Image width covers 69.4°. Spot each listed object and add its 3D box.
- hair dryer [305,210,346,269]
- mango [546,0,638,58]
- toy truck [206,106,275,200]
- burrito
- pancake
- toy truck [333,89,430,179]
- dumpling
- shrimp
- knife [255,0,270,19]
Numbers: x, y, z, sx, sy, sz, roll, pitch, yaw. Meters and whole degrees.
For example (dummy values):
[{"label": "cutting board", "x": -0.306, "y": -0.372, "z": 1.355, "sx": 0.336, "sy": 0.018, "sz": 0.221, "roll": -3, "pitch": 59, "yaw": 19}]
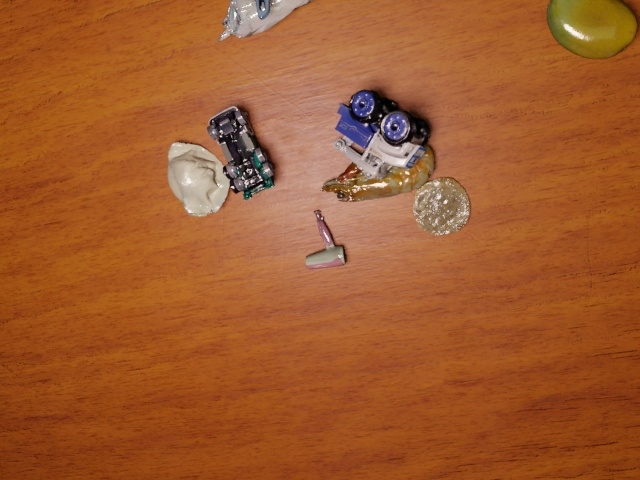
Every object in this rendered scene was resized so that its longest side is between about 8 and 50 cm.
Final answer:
[{"label": "hair dryer", "x": 0.006, "y": -0.004, "z": 1.220, "sx": 0.106, "sy": 0.054, "sz": 0.154, "roll": -8, "pitch": 92, "yaw": 13}, {"label": "mango", "x": 0.585, "y": -0.473, "z": 1.005, "sx": 0.194, "sy": 0.092, "sz": 0.130, "roll": 38, "pitch": 106, "yaw": 2}, {"label": "toy truck", "x": -0.189, "y": -0.215, "z": 1.155, "sx": 0.110, "sy": 0.116, "sz": 0.216, "roll": -25, "pitch": 92, "yaw": 11}, {"label": "burrito", "x": -0.062, "y": -0.592, "z": 1.049, "sx": 0.445, "sy": 0.101, "sz": 0.139, "roll": -26, "pitch": 77, "yaw": 14}, {"label": "pancake", "x": 0.306, "y": -0.086, "z": 1.167, "sx": 0.151, "sy": 0.025, "sz": 0.152, "roll": 2, "pitch": 104, "yaw": 8}, {"label": "toy truck", "x": 0.133, "y": -0.236, "z": 1.070, "sx": 0.213, "sy": 0.161, "sz": 0.177, "roll": 39, "pitch": 111, "yaw": 21}, {"label": "dumpling", "x": -0.313, "y": -0.163, "z": 1.192, "sx": 0.154, "sy": 0.111, "sz": 0.181, "roll": -13, "pitch": 111, "yaw": -22}, {"label": "shrimp", "x": 0.136, "y": -0.173, "z": 1.154, "sx": 0.294, "sy": 0.062, "sz": 0.154, "roll": -17, "pitch": 89, "yaw": 8}, {"label": "knife", "x": -0.131, "y": -0.609, "z": 1.017, "sx": 0.044, "sy": 0.019, "sz": 0.313, "roll": -10, "pitch": 69, "yaw": 9}]
